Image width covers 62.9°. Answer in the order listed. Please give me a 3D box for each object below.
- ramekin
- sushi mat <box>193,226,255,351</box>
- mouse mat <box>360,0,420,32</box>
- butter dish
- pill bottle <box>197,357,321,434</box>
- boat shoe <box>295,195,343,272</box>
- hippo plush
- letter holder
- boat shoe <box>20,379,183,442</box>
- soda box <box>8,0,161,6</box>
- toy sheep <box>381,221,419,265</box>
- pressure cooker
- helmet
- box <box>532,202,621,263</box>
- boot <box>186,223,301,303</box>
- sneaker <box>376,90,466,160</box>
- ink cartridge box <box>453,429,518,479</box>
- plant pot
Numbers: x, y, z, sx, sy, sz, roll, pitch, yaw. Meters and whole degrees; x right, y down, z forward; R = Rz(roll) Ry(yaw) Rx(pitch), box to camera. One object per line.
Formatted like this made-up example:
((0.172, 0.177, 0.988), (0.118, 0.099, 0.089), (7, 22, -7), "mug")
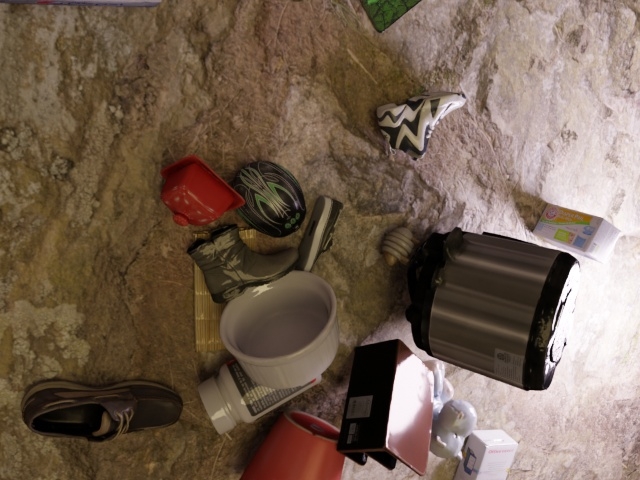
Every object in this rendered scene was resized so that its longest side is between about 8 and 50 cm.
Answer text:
((-0.086, 0.211, 1.232), (0.277, 0.277, 0.135), (-26, 130, -14), "ramekin")
((-0.235, 0.124, 1.288), (0.151, 0.019, 0.317), (-5, 109, -24), "sushi mat")
((0.171, -0.606, 1.232), (0.189, 0.007, 0.153), (-41, 118, -7), "mouse mat")
((-0.272, -0.082, 1.112), (0.160, 0.160, 0.118), (45, 55, -28), "butter dish")
((-0.154, 0.354, 1.321), (0.283, 0.161, 0.161), (-26, 116, -14), "pill bottle")
((0.000, 0.000, 1.318), (0.070, 0.078, 0.219), (17, 98, -26), "boat shoe")
((0.315, 0.514, 1.537), (0.234, 0.236, 0.294), (41, 88, -29), "hippo plush")
((0.191, 0.460, 1.424), (0.214, 0.152, 0.302), (44, 44, -31), "letter holder")
((-0.494, 0.409, 1.206), (0.355, 0.130, 0.132), (7, 104, -26), "boat shoe")
((-0.443, -0.480, 0.951), (0.286, 0.098, 0.091), (-8, 110, -21), "soda box")
((0.214, 0.009, 1.412), (0.091, 0.091, 0.132), (40, 75, -29), "toy sheep")
((0.425, 0.162, 1.380), (0.375, 0.420, 0.370), (7, 95, -57), "pressure cooker")
((-0.120, -0.099, 1.192), (0.169, 0.169, 0.161), (-44, 138, -5), "helmet")
((0.765, -0.025, 1.575), (0.103, 0.203, 0.114), (25, 94, -29), "box")
((-0.174, 0.031, 1.231), (0.246, 0.083, 0.161), (-25, 110, -16), "boot")
((0.263, -0.285, 1.330), (0.234, 0.094, 0.153), (-19, 115, -17), "sneaker")
((0.575, 0.775, 1.823), (0.154, 0.093, 0.213), (8, 105, -27), "ink cartridge box")
((-0.058, 0.609, 1.405), (0.274, 0.275, 0.243), (27, 84, -29), "plant pot")
